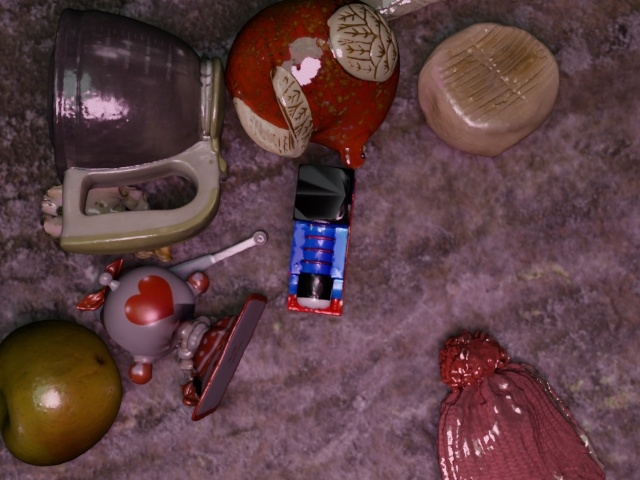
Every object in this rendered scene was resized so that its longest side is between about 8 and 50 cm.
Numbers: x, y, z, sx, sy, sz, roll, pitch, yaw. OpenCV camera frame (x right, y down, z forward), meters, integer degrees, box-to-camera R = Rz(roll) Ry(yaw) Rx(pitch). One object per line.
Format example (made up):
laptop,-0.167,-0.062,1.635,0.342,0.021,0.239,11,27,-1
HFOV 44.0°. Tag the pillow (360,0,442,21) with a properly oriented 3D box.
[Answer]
pillow,0.151,-0.489,1.181,0.274,0.076,0.281,-19,89,3

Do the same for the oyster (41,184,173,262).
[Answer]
oyster,-0.310,-0.031,1.161,0.209,0.072,0.133,1,63,9

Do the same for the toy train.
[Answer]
toy train,0.000,0.000,1.107,0.082,0.131,0.204,6,85,3

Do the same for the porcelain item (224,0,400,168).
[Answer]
porcelain item,0.002,-0.204,1.079,0.253,0.253,0.253,0,84,3

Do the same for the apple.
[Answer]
apple,-0.360,0.204,1.080,0.157,0.196,0.196,-13,82,-38

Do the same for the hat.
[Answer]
hat,0.246,0.257,1.085,0.236,0.107,0.286,-23,84,-28

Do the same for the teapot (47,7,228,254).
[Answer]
teapot,-0.241,-0.163,1.065,0.239,0.239,0.322,2,40,-10

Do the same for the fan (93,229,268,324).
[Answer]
fan,-0.204,0.053,1.168,0.282,0.023,0.057,-22,82,2

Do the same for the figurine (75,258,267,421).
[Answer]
figurine,-0.219,0.112,1.093,0.226,0.160,0.183,25,85,6

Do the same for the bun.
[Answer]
bun,0.235,-0.213,1.125,0.193,0.128,0.178,-37,84,-13
